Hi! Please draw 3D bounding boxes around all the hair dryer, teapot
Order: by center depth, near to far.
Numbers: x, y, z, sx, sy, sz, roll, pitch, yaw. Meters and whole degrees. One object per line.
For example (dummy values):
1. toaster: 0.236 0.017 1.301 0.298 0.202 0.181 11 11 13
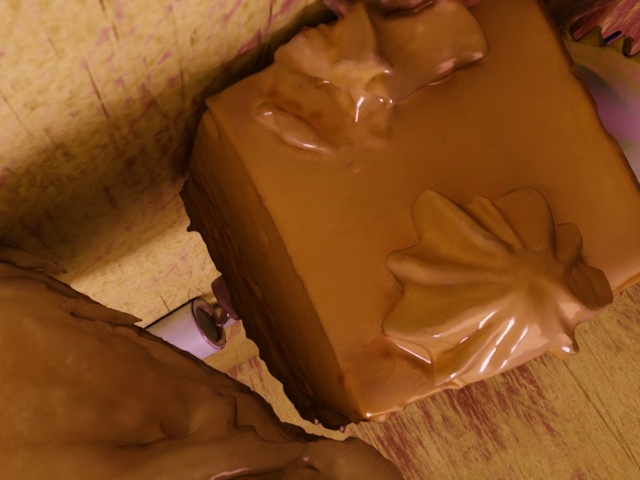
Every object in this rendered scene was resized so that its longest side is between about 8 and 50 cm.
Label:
1. teapot: -0.083 0.065 1.274 0.121 0.068 0.076 -27 172 -14
2. hair dryer: -0.175 0.122 1.405 0.131 0.073 0.236 -30 -178 16

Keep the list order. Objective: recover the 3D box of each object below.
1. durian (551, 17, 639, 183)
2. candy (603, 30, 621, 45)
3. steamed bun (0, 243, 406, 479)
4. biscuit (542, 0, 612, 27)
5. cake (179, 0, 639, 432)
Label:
1. durian: 0.144 -0.054 0.830 0.158 0.169 0.355 6 145 -30
2. candy: 0.168 -0.103 1.054 0.187 0.077 0.331 -25 169 -21
3. steamed bun: -0.137 0.162 0.642 0.230 0.372 0.325 -63 157 -10
4. biscuit: 0.207 -0.192 0.817 0.147 0.018 0.071 -28 172 -16
5. cake: 0.063 -0.021 0.628 0.222 0.227 0.286 -26 172 -18
